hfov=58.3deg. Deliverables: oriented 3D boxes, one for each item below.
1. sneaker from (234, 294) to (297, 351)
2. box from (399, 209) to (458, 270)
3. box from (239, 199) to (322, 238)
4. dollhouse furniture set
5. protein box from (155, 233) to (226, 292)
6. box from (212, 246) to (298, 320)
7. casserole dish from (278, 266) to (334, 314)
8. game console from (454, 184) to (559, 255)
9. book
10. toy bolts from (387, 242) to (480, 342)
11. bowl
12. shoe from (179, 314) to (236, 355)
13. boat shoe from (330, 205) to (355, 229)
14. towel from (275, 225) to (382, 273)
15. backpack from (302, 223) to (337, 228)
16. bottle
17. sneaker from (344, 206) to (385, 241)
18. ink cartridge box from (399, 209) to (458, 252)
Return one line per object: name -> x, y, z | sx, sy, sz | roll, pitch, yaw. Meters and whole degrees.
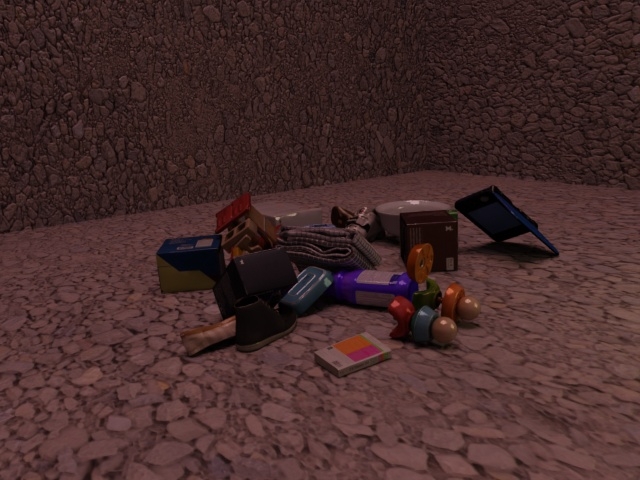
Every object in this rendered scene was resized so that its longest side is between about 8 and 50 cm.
sneaker -> -0.130, 0.181, 1.427 | 0.083, 0.118, 0.222 | 4, 15, 28
box -> 0.362, -0.002, 1.941 | 0.166, 0.169, 0.203 | -3, 13, 2
box -> -0.172, -0.052, 2.300 | 0.214, 0.169, 0.345 | -12, 15, -32
dollhouse furniture set -> -0.233, 0.031, 1.891 | 0.152, 0.201, 0.374 | -34, 33, 17
protein box -> -0.426, 0.073, 1.917 | 0.199, 0.136, 0.201 | -5, 14, -5
box -> -0.177, 0.118, 1.518 | 0.153, 0.108, 0.207 | -12, -21, -31
casserole dish -> -0.046, 0.134, 1.601 | 0.188, 0.037, 0.114 | -43, 33, -25
game console -> 0.646, -0.043, 2.005 | 0.293, 0.174, 0.250 | 33, -38, -31
book -> 0.072, 0.252, 1.266 | 0.144, 0.035, 0.096 | -12, 19, -30
toy bolts -> 0.278, 0.140, 1.366 | 0.158, 0.218, 0.228 | 13, 39, 33
bowl -> 0.369, -0.070, 2.290 | 0.297, 0.134, 0.298 | -2, 15, 1
shoe -> -0.243, 0.229, 1.416 | 0.219, 0.058, 0.076 | -11, -16, -43
boat shoe -> 0.121, -0.089, 2.576 | 0.095, 0.095, 0.257 | 6, 16, -18
towel -> 0.022, 0.046, 1.763 | 0.283, 0.122, 0.235 | 4, -17, 28
backpack -> 0.000, 0.000, 2.016 | 0.158, 0.117, 0.173 | -5, -21, -3
bottle -> 0.127, 0.132, 1.615 | 0.282, 0.092, 0.118 | 3, 17, 26
sneaker -> 0.148, -0.056, 2.289 | 0.122, 0.146, 0.330 | 7, 18, 32
ink cartridge box -> 0.394, -0.032, 2.095 | 0.208, 0.153, 0.087 | -1, 13, 9
